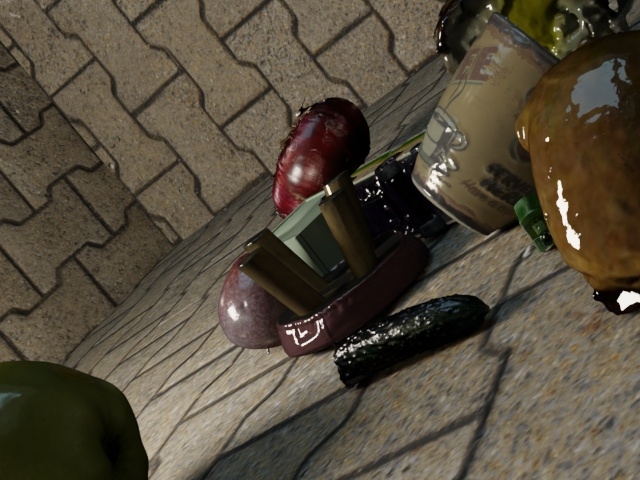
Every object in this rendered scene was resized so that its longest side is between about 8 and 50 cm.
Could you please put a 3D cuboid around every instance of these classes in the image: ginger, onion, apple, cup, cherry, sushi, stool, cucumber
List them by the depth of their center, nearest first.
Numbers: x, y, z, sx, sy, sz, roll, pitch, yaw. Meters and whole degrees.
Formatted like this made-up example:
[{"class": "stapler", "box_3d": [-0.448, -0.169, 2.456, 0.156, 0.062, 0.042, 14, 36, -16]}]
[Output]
[{"class": "ginger", "box_3d": [0.300, -0.086, 1.081, 0.200, 0.223, 0.269, -31, 10, 25]}, {"class": "cucumber", "box_3d": [0.100, 0.113, 1.351, 0.245, 0.067, 0.067, -33, 11, 43]}, {"class": "apple", "box_3d": [-0.400, 0.326, 1.461, 0.357, 0.357, 0.357, -38, 10, 8]}, {"class": "cup", "box_3d": [0.262, -0.150, 1.580, 0.257, 0.227, 0.301, -51, -14, 16]}, {"class": "stool", "box_3d": [0.010, 0.033, 1.718, 0.272, 0.178, 0.272, -37, 9, 7]}, {"class": "cherry", "box_3d": [-0.102, 0.103, 1.886, 0.140, 0.176, 0.176, -9, 5, -10]}, {"class": "sushi", "box_3d": [0.357, -0.360, 1.927, 0.281, 0.299, 0.294, -60, 1, 18]}, {"class": "onion", "box_3d": [0.011, -0.172, 2.607, 0.314, 0.232, 0.314, -58, -6, -10]}]

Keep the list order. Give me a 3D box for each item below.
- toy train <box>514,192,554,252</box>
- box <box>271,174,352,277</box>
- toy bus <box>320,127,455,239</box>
[{"class": "toy train", "box_3d": [0.266, -0.022, 1.375, 0.038, 0.056, 0.093, -35, 11, 13]}, {"class": "box", "box_3d": [0.000, 0.000, 2.104, 0.225, 0.117, 0.225, -45, 11, -33]}, {"class": "toy bus", "box_3d": [0.159, -0.093, 1.861, 0.179, 0.143, 0.305, -42, 8, -31]}]
